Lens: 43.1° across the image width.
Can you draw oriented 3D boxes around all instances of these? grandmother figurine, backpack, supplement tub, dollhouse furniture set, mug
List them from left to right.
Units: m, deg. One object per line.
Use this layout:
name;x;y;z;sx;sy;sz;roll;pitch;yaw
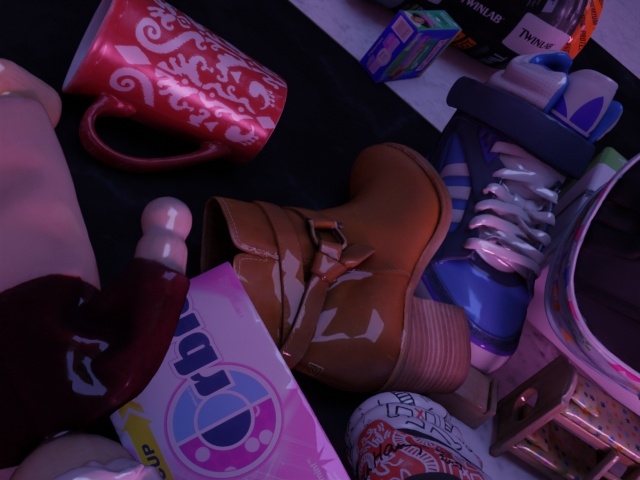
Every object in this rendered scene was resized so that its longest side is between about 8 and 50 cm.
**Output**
grandmother figurine;-0.158;0.045;0.452;0.104;0.208;0.342;40;20;-56
mug;-0.132;-0.127;0.717;0.169;0.150;0.113;25;3;-25
supplement tub;0.224;-0.382;1.166;0.338;0.207;0.207;24;40;-20
dollhouse furniture set;0.182;0.177;0.654;0.182;0.101;0.161;33;38;-9
backpack;0.326;0.045;0.686;0.253;0.225;0.191;30;-6;4

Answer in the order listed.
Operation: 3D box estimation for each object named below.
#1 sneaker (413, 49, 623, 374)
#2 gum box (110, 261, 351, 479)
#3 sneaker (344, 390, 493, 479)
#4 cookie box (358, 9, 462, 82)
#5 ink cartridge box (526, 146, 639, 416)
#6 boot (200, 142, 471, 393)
sneaker;0.192;-0.057;0.786;0.130;0.236;0.322;27;39;-17
gum box;-0.065;0.113;0.502;0.107;0.062;0.188;-26;67;-14
sneaker;0.122;0.211;0.577;0.270;0.090;0.145;42;9;-26
cookie box;0.115;-0.248;1.035;0.107;0.092;0.040;-20;70;-49
ink cartridge box;0.344;0.035;0.923;0.198;0.115;0.273;42;37;3
boot;0.000;0.000;0.696;0.220;0.109;0.283;14;52;-25
